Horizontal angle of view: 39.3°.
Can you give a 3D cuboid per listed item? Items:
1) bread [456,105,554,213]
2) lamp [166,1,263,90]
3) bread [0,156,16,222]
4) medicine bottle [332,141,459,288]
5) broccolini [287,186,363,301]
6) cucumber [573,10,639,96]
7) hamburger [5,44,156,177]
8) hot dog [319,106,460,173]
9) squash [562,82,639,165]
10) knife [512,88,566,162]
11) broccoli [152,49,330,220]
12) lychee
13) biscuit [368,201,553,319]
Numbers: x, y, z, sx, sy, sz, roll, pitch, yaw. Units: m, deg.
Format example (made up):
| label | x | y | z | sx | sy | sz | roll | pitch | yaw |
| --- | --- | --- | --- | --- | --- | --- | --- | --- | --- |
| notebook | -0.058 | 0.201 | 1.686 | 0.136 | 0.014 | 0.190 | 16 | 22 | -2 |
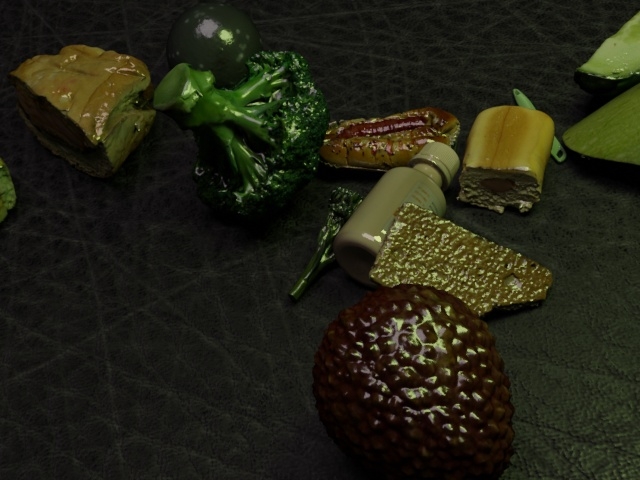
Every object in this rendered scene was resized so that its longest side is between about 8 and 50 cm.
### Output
| label | x | y | z | sx | sy | sz | roll | pitch | yaw |
| --- | --- | --- | --- | --- | --- | --- | --- | --- | --- |
| bread | 0.292 | -0.130 | 1.401 | 0.134 | 0.085 | 0.173 | 6 | 49 | 25 |
| lamp | -0.220 | -0.366 | 1.748 | 0.182 | 0.182 | 0.314 | -27 | 16 | -12 |
| bread | -0.657 | -0.100 | 1.603 | 0.186 | 0.124 | 0.257 | -26 | 44 | -20 |
| medicine bottle | 0.125 | -0.048 | 1.345 | 0.114 | 0.114 | 0.252 | 17 | 53 | 29 |
| broccolini | 0.016 | 0.012 | 1.363 | 0.068 | 0.091 | 0.202 | 24 | 71 | -4 |
| cucumber | 0.547 | -0.317 | 1.503 | 0.145 | 0.105 | 0.325 | 29 | 54 | 32 |
| hamburger | -0.407 | -0.250 | 1.655 | 0.209 | 0.162 | 0.330 | -37 | 46 | -25 |
| hot dog | 0.107 | -0.163 | 1.496 | 0.253 | 0.069 | 0.131 | -4 | 46 | 13 |
| squash | 0.516 | -0.173 | 1.402 | 0.204 | 0.155 | 0.237 | 41 | 49 | 13 |
| knife | 0.361 | -0.195 | 1.499 | 0.030 | 0.014 | 0.207 | -16 | 45 | -4 |
| broccoli | -0.126 | -0.188 | 1.426 | 0.298 | 0.297 | 0.297 | -24 | 50 | 31 |
| lychee | 0.112 | 0.175 | 1.047 | 0.236 | 0.236 | 0.271 | -29 | 62 | -14 |
| biscuit | 0.193 | 0.049 | 1.232 | 0.237 | 0.026 | 0.131 | 26 | 75 | -1 |
